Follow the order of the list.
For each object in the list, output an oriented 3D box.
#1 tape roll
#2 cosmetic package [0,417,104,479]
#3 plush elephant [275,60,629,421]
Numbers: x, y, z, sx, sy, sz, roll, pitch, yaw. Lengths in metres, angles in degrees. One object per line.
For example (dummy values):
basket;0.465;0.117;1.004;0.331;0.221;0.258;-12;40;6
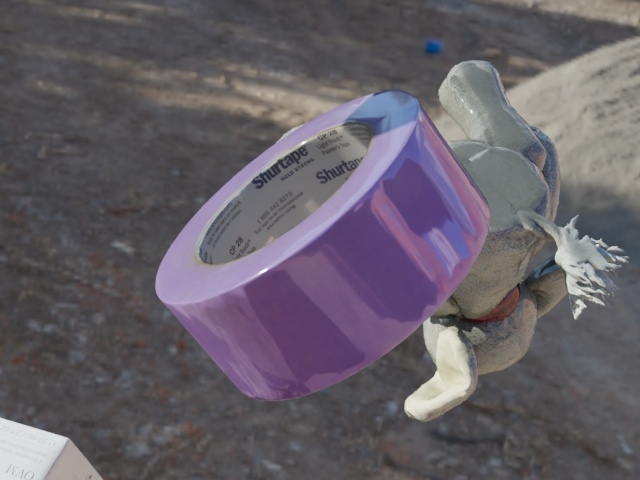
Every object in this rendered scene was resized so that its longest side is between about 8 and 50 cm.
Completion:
tape roll;0.000;0.000;0.674;0.189;0.080;0.189;-33;21;15
cosmetic package;-0.373;0.304;1.175;0.224;0.138;0.225;9;54;28
plush elephant;0.141;0.021;1.137;0.272;0.255;0.330;-30;57;-30
